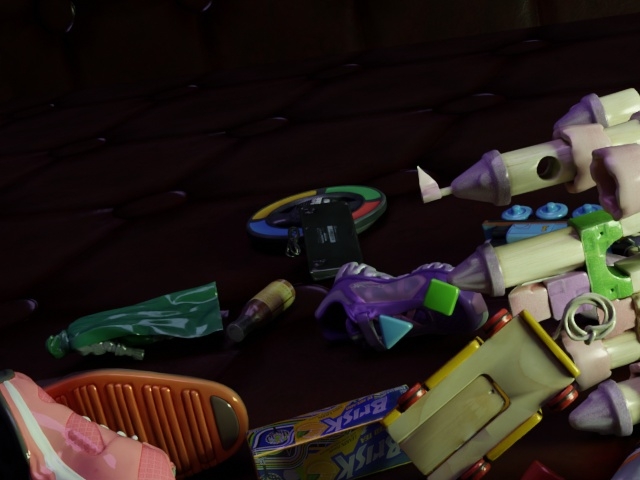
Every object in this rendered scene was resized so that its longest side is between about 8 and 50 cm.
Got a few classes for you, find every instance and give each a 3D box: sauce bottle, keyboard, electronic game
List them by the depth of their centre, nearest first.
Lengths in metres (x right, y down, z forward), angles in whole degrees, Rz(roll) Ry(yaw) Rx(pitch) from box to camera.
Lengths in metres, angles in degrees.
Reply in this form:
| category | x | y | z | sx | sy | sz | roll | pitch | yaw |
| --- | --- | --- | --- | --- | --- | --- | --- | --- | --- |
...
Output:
| category | x | y | z | sx | sy | sz | roll | pitch | yaw |
| --- | --- | --- | --- | --- | --- | --- | --- | --- | --- |
| sauce bottle | -0.079 | 0.092 | 1.513 | 0.042 | 0.042 | 0.128 | -1 | 20 | 31 |
| keyboard | 0.000 | 0.000 | 1.695 | 0.108 | 0.023 | 0.180 | -7 | 34 | -3 |
| electronic game | -0.007 | -0.041 | 1.844 | 0.229 | 0.048 | 0.229 | -11 | 18 | 4 |

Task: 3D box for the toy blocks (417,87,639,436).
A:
| category | x | y | z | sx | sy | sz | roll | pitch | yaw |
| --- | --- | --- | --- | --- | --- | --- | --- | --- | --- |
| toy blocks | 0.246 | 0.018 | 1.153 | 0.260 | 0.289 | 0.309 | -17 | 20 | -3 |

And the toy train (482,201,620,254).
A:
| category | x | y | z | sx | sy | sz | roll | pitch | yaw |
| --- | --- | --- | --- | --- | --- | --- | --- | --- | --- |
| toy train | 0.291 | 0.002 | 1.485 | 0.184 | 0.080 | 0.105 | 0 | 28 | 33 |

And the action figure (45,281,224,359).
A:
| category | x | y | z | sx | sy | sz | roll | pitch | yaw |
| --- | --- | --- | --- | --- | --- | --- | --- | --- | --- |
| action figure | -0.244 | 0.117 | 1.515 | 0.232 | 0.064 | 0.137 | -10 | 20 | -4 |

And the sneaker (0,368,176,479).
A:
| category | x | y | z | sx | sy | sz | roll | pitch | yaw |
| --- | --- | --- | --- | --- | --- | --- | --- | --- | --- |
| sneaker | -0.212 | 0.225 | 1.087 | 0.136 | 0.116 | 0.314 | -11 | 35 | -37 |

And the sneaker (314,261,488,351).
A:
| category | x | y | z | sx | sy | sz | roll | pitch | yaw |
| --- | --- | --- | --- | --- | --- | --- | --- | --- | --- |
| sneaker | 0.086 | 0.087 | 1.363 | 0.236 | 0.095 | 0.104 | -1 | 28 | 44 |

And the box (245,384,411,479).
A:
| category | x | y | z | sx | sy | sz | roll | pitch | yaw |
| --- | --- | --- | --- | --- | --- | --- | --- | --- | --- |
| box | 0.017 | 0.197 | 1.121 | 0.168 | 0.059 | 0.054 | -16 | 21 | -8 |

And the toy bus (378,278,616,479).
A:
| category | x | y | z | sx | sy | sz | roll | pitch | yaw |
| --- | --- | --- | --- | --- | --- | --- | --- | --- | --- |
| toy bus | 0.152 | 0.134 | 1.039 | 0.202 | 0.191 | 0.104 | 5 | -1 | 9 |

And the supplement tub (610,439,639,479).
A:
| category | x | y | z | sx | sy | sz | roll | pitch | yaw |
| --- | --- | --- | --- | --- | --- | --- | --- | --- | --- |
| supplement tub | 0.294 | 0.187 | 0.885 | 0.117 | 0.117 | 0.190 | 2 | 23 | 37 |

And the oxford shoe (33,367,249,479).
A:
| category | x | y | z | sx | sy | sz | roll | pitch | yaw |
| --- | --- | --- | --- | --- | --- | --- | --- | --- | --- |
| oxford shoe | -0.234 | 0.182 | 1.231 | 0.363 | 0.130 | 0.133 | -5 | 14 | 20 |

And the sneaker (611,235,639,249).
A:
| category | x | y | z | sx | sy | sz | roll | pitch | yaw |
| --- | --- | --- | --- | --- | --- | --- | --- | --- | --- |
| sneaker | 0.403 | -0.016 | 1.490 | 0.053 | 0.061 | 0.152 | -19 | 18 | -13 |
